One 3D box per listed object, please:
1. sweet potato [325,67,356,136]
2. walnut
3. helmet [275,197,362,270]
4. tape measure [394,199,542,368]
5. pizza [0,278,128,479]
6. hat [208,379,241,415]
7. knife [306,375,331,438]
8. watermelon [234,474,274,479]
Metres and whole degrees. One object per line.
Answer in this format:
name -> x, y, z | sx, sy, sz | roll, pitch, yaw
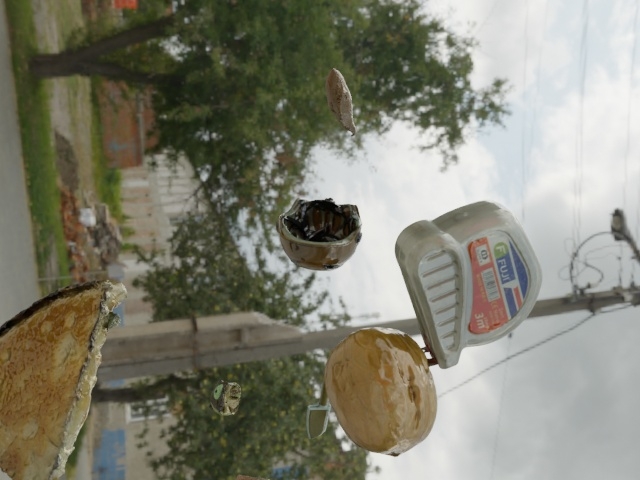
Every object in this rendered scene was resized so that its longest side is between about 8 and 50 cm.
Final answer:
sweet potato -> 0.049, -0.323, 1.609 | 0.206, 0.060, 0.068 | 62, 19, -51
walnut -> 0.106, 0.262, 1.174 | 0.195, 0.195, 0.221 | 122, -45, -66
helmet -> 0.000, 0.000, 1.548 | 0.224, 0.198, 0.130 | -71, 162, -55
tape measure -> 0.264, 0.072, 1.235 | 0.130, 0.265, 0.258 | -122, -168, -70
pizza -> -0.529, 0.229, 1.327 | 0.435, 0.080, 0.392 | 27, -99, 39
hat -> -0.230, 0.371, 1.595 | 0.059, 0.076, 0.077 | 3, -98, 34
knife -> -0.004, 0.442, 1.789 | 0.343, 0.061, 0.027 | 97, -10, -47
watermelon -> -0.083, 0.693, 1.764 | 0.264, 0.302, 0.151 | -18, -142, 54
